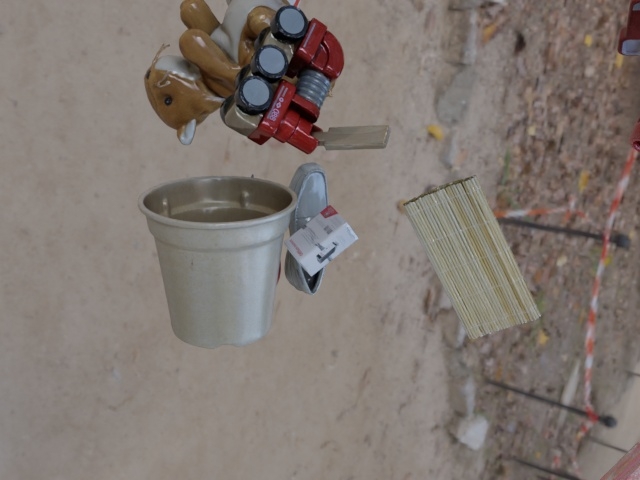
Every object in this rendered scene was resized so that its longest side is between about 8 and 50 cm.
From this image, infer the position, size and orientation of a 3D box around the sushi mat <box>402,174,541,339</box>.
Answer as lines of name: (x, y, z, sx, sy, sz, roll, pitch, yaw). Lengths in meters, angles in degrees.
sushi mat: (0.290, 0.037, 1.564, 0.317, 0.151, 0.019, 62, 22, -14)

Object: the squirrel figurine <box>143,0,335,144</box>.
squirrel figurine: (-0.180, -0.359, 1.816, 0.370, 0.281, 0.397, -39, 141, 18)

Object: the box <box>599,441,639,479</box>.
box: (0.430, 0.459, 1.208, 0.300, 0.142, 0.154, -47, 166, 4)

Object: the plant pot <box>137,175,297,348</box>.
plant pot: (-0.218, 0.052, 1.764, 0.333, 0.333, 0.306, -30, 127, -54)

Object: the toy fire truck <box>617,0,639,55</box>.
toy fire truck: (0.813, -0.482, 1.771, 0.254, 0.302, 0.170, 55, 42, -66)

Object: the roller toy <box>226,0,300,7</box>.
roller toy: (-0.141, -0.632, 1.998, 0.191, 0.146, 0.209, -63, 159, -11)

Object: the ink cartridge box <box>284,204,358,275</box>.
ink cartridge box: (0.000, 0.000, 1.786, 0.135, 0.099, 0.056, -39, 125, -1)

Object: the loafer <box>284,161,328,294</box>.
loafer: (-0.021, -0.025, 1.924, 0.112, 0.111, 0.320, -12, 119, -26)

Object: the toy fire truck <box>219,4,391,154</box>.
toy fire truck: (-0.007, -0.239, 1.343, 0.246, 0.158, 0.217, 29, 71, -16)

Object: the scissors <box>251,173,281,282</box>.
scissors: (-0.141, -0.022, 2.033, 0.021, 0.108, 0.297, 64, 31, -71)

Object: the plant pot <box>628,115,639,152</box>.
plant pot: (0.757, -0.242, 1.670, 0.174, 0.191, 0.191, -63, 153, 3)
